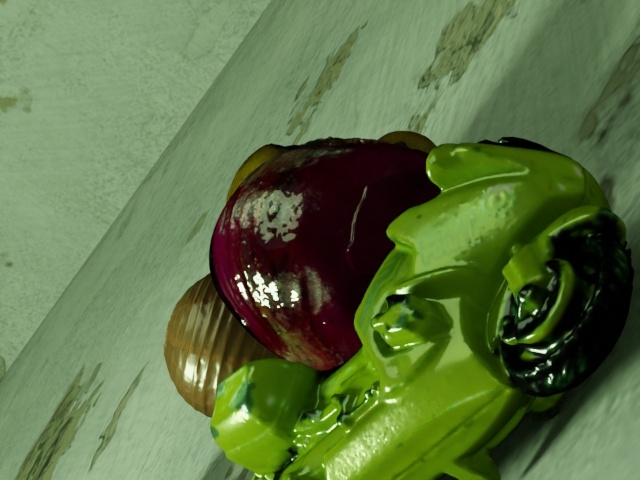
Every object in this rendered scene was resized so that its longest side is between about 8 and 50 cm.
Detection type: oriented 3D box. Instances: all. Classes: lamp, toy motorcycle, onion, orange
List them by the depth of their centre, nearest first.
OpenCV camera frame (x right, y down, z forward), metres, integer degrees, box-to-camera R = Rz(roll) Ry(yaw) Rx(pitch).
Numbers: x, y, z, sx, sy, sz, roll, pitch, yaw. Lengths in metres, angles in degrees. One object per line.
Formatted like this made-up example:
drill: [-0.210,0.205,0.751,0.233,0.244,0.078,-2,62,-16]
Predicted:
toy motorcycle: [0.064,0.061,1.020,0.342,0.142,0.206,-45,16,41]
onion: [0.027,0.039,1.180,0.140,0.195,0.218,155,119,-68]
orange: [0.065,-0.055,1.464,0.085,0.085,0.085,-54,12,17]
lamp: [-0.067,0.090,1.496,0.136,0.136,0.136,-54,12,17]

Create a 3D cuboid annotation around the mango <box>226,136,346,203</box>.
mango: [0.000,0.000,1.375,0.156,0.151,0.248,-45,27,-20]
